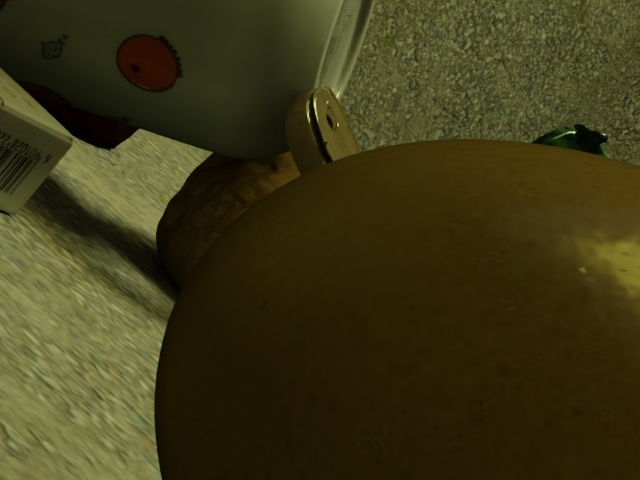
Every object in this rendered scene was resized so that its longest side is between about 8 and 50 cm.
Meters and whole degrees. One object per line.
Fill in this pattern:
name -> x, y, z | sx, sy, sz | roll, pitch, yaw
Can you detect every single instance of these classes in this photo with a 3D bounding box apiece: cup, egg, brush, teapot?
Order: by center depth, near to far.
egg -> 0.091, 0.097, 0.653 | 0.322, 0.250, 0.250 | 32, 6, -5
brush -> 0.068, 0.044, 1.180 | 0.327, 0.065, 0.070 | 64, 33, -22
cup -> -0.129, -0.186, 1.224 | 0.317, 0.212, 0.212 | 19, 3, 8
teapot -> 0.000, 0.000, 1.281 | 0.203, 0.167, 0.311 | 41, 7, 7

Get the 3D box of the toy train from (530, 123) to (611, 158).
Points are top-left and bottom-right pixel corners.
toy train -> 0.210, 0.124, 1.110 | 0.179, 0.272, 0.442 | 25, -5, 45

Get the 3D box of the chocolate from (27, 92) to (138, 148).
chocolate -> -0.214, -0.307, 1.592 | 0.384, 0.331, 0.383 | 37, 7, -6

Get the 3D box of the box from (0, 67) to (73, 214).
box -> -0.250, -0.101, 1.000 | 0.149, 0.067, 0.233 | 39, 4, 22
